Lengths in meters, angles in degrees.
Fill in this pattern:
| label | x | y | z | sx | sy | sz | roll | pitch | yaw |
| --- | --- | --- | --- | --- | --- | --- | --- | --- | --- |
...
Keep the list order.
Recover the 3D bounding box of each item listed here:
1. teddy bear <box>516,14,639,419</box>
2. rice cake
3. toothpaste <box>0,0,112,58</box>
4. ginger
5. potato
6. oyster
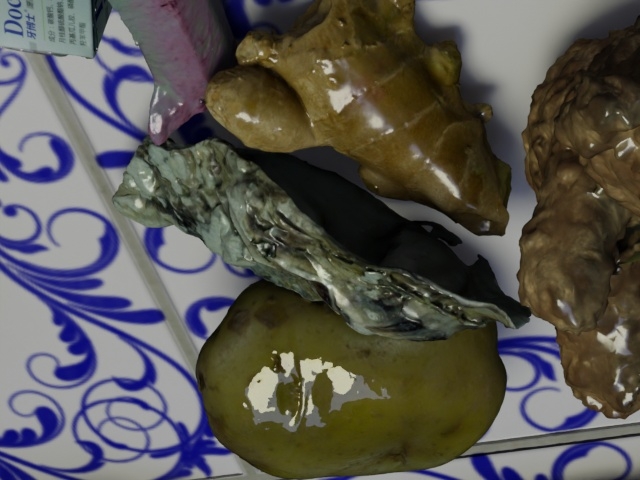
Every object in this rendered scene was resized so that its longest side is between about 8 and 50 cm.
| label | x | y | z | sx | sy | sz | roll | pitch | yaw |
| --- | --- | --- | --- | --- | --- | --- | --- | --- | --- |
| teddy bear | 0.221 | -0.016 | 1.038 | 0.246 | 0.222 | 0.296 | -25 | 115 | -5 |
| rice cake | -0.097 | -0.143 | 1.004 | 0.051 | 0.081 | 0.290 | 20 | 161 | 18 |
| toothpaste | -0.146 | -0.253 | 0.971 | 0.067 | 0.081 | 0.336 | 7 | 133 | 4 |
| ginger | 0.039 | -0.084 | 1.103 | 0.205 | 0.115 | 0.081 | 23 | 168 | -20 |
| potato | 0.020 | 0.087 | 1.213 | 0.200 | 0.137 | 0.154 | -6 | 173 | -2 |
| oyster | 0.001 | -0.003 | 1.116 | 0.252 | 0.199 | 0.087 | 13 | 105 | -8 |
